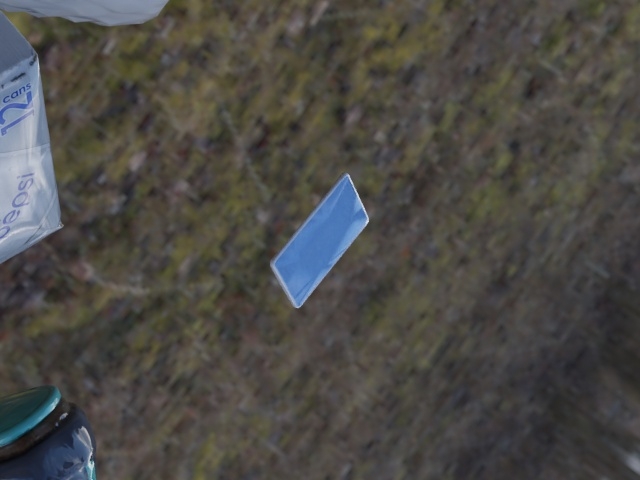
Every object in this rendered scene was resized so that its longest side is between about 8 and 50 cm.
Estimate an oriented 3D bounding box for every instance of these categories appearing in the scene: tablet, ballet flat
[{"bbox_3d":[0.000,0.000,0.999,0.083,0.006,0.054,-50,142,-20],"label":"tablet"},{"bbox_3d":[-0.164,0.102,0.564,0.074,0.203,0.074,28,57,-55],"label":"ballet flat"}]

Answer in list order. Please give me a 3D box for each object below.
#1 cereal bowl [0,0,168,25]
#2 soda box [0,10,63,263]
[{"bbox_3d":[-0.092,-0.223,0.338,0.339,0.141,0.338,-176,-90,-75],"label":"cereal bowl"},{"bbox_3d":[-0.206,-0.103,0.514,0.091,0.286,0.098,-33,156,-22],"label":"soda box"}]
